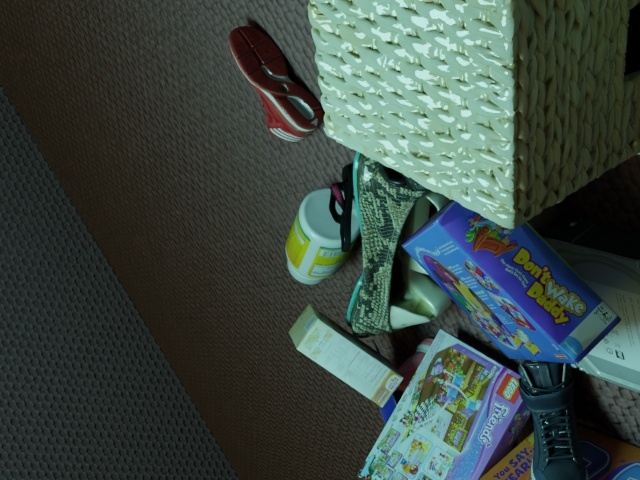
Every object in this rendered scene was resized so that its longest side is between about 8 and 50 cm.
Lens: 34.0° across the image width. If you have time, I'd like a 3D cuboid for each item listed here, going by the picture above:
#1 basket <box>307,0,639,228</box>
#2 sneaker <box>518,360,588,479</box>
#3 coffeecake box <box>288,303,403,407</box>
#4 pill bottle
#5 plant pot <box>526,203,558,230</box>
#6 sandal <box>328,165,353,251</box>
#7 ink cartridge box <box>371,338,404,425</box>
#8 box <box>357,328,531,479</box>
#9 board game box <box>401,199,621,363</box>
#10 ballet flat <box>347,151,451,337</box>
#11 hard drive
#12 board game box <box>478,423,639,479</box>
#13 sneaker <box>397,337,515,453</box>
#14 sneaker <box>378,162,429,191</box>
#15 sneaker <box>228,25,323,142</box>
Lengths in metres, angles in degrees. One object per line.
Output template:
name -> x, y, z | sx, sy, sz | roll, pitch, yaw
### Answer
basket -> 0.185, -0.236, 1.166 | 0.331, 0.266, 0.328 | 31, 144, 38
sneaker -> 0.348, 0.272, 1.576 | 0.226, 0.086, 0.163 | -81, -21, -59
coffeecake box -> 0.043, 0.202, 1.854 | 0.185, 0.068, 0.142 | 36, -179, -10
pill bottle -> 0.000, 0.000, 1.925 | 0.117, 0.117, 0.208 | 49, 154, 14
plant pot -> 0.263, -0.078, 1.409 | 0.109, 0.109, 0.096 | 43, 138, 24
sandal -> 0.033, -0.060, 1.770 | 0.067, 0.040, 0.179 | 95, 179, -51
ink cartridge box -> 0.146, 0.334, 1.991 | 0.223, 0.045, 0.224 | -108, -9, -56
box -> 0.215, 0.323, 1.754 | 0.201, 0.293, 0.057 | 30, 180, 39
board game box -> 0.233, 0.050, 1.376 | 0.233, 0.078, 0.347 | 46, 175, 2
ballet flat -> 0.139, 0.030, 1.702 | 0.182, 0.164, 0.483 | 25, 142, 21
hard drive -> 0.443, 0.107, 1.355 | 0.339, 0.064, 0.237 | 18, 136, 51
board game box -> 0.412, 0.550, 1.585 | 0.356, 0.356, 0.356 | 15, 133, 53
sneaker -> 0.233, 0.337, 1.898 | 0.314, 0.136, 0.116 | 57, 155, -4
sneaker -> 0.131, -0.140, 1.434 | 0.098, 0.135, 0.276 | 61, -177, -25
sneaker -> -0.097, -0.258, 1.826 | 0.221, 0.087, 0.128 | 55, 153, 5
